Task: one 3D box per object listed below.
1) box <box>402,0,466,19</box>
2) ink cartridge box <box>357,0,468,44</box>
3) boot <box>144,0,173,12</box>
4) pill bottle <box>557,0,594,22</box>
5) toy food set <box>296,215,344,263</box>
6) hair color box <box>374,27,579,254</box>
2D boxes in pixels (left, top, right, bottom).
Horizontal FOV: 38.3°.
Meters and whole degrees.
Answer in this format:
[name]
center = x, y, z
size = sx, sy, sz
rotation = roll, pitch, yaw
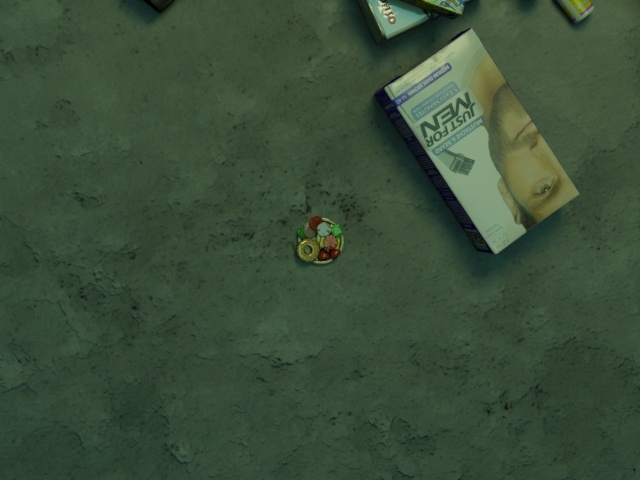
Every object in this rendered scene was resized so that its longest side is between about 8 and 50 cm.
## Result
[box]
center = 0.152, -0.414, 1.485
size = 0.169, 0.054, 0.059
rotation = 18, 91, -7
[ink cartridge box]
center = 0.161, -0.443, 1.556
size = 0.208, 0.087, 0.153
rotation = -25, 96, -5
[boot]
center = -0.266, -0.560, 1.501
size = 0.264, 0.096, 0.280
rotation = 40, 88, -6
[pill bottle]
center = 0.436, -0.424, 1.609
size = 0.043, 0.043, 0.083
rotation = -41, 97, -3
[toy food set]
center = 0.000, 0.000, 1.596
size = 0.083, 0.020, 0.082
rotation = 8, 92, -6
[hair color box]
center = 0.265, -0.166, 1.574
size = 0.185, 0.110, 0.338
rotation = -35, 98, -4
